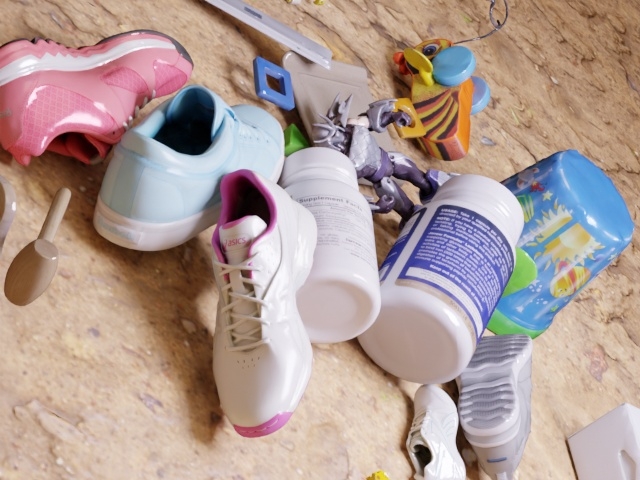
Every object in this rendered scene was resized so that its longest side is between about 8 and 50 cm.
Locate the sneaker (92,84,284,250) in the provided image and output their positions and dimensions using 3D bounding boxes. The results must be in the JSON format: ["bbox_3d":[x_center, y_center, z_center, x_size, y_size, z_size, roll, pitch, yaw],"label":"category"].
[{"bbox_3d":[-0.122,-0.112,1.664,0.135,0.150,0.366,26,29,9],"label":"sneaker"}]

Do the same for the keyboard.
[{"bbox_3d":[-0.095,-0.312,2.026,0.256,0.014,0.072,28,18,-12],"label":"keyboard"}]

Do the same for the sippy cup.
[{"bbox_3d":[0.318,-0.006,2.097,0.240,0.224,0.305,31,36,-29],"label":"sippy cup"}]

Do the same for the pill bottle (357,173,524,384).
[{"bbox_3d":[0.158,0.042,1.842,0.153,0.153,0.265,44,47,-12],"label":"pill bottle"}]

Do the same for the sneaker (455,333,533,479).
[{"bbox_3d":[0.224,0.212,1.893,0.281,0.105,0.115,-62,143,-62],"label":"sneaker"}]

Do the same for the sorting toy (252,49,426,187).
[{"bbox_3d":[0.026,-0.163,2.055,0.347,0.047,0.196,6,59,-47],"label":"sorting toy"}]

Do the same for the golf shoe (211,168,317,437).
[{"bbox_3d":[-0.077,0.059,1.555,0.140,0.115,0.306,55,28,-48],"label":"golf shoe"}]

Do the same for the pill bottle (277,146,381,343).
[{"bbox_3d":[0.000,0.000,1.755,0.131,0.131,0.229,31,36,-30],"label":"pill bottle"}]

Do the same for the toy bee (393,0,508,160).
[{"bbox_3d":[0.187,-0.247,2.296,0.298,0.162,0.195,-54,134,-47],"label":"toy bee"}]

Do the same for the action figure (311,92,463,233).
[{"bbox_3d":[0.092,-0.093,1.969,0.285,0.099,0.185,32,65,-34],"label":"action figure"}]

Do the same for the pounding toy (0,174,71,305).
[{"bbox_3d":[-0.329,-0.006,1.327,0.155,0.154,0.269,11,29,-48],"label":"pounding toy"}]

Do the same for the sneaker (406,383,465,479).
[{"bbox_3d":[0.133,0.234,1.758,0.061,0.053,0.152,24,40,-34],"label":"sneaker"}]

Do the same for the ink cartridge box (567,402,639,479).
[{"bbox_3d":[0.487,0.366,2.025,0.273,0.114,0.197,27,38,-36],"label":"ink cartridge box"}]

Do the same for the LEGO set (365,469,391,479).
[{"bbox_3d":[0.050,0.302,1.538,0.227,0.087,0.093,-4,60,-56],"label":"LEGO set"}]

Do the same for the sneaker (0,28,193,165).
[{"bbox_3d":[-0.255,-0.148,1.627,0.314,0.116,0.136,-15,79,-50],"label":"sneaker"}]

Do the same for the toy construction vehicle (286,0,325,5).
[{"bbox_3d":[-0.040,-0.406,2.241,0.086,0.035,0.098,3,55,-52],"label":"toy construction vehicle"}]
